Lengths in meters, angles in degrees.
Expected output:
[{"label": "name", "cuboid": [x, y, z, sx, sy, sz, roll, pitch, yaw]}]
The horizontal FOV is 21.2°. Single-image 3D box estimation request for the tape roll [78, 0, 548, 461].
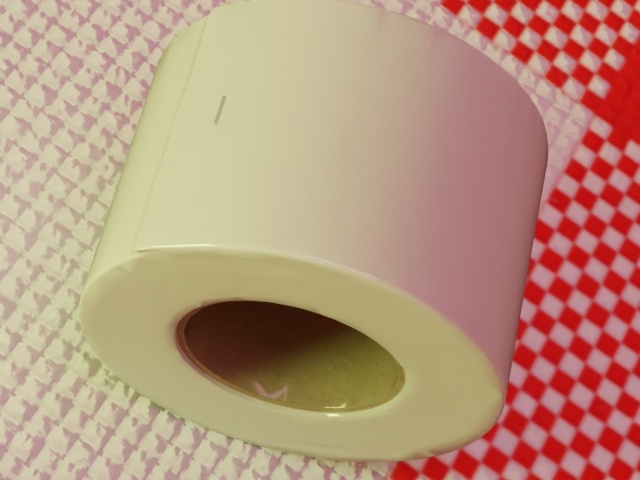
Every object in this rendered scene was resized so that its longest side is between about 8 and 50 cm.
[{"label": "tape roll", "cuboid": [0.000, 0.000, 0.988, 0.246, 0.246, 0.169, 21, 59, -10]}]
